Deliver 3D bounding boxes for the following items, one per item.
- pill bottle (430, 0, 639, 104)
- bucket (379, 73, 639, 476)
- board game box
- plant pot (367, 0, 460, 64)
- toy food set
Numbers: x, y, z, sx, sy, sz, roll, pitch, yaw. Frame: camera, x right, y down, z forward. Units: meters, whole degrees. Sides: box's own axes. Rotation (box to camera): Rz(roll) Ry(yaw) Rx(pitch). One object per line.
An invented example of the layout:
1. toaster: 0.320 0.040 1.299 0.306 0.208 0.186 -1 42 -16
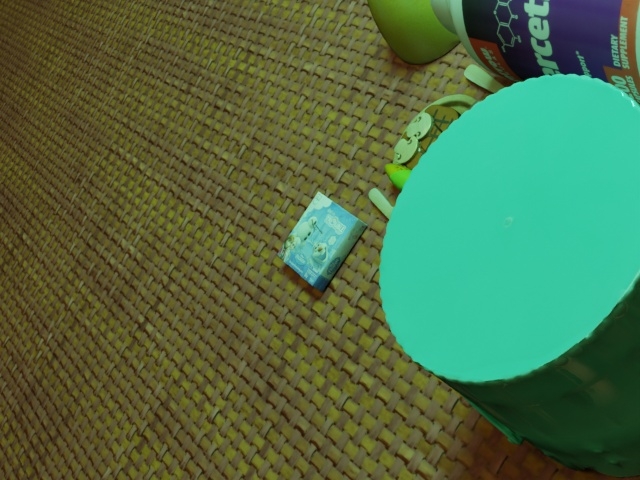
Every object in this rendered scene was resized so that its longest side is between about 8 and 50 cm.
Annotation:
1. pill bottle: 0.238 -0.214 0.851 0.323 0.181 0.181 30 89 53
2. bucket: 0.190 0.022 0.744 0.281 0.183 0.281 -28 47 35
3. board game box: 0.000 0.000 1.108 0.090 0.020 0.090 -56 37 2
4. plant pot: 0.106 -0.283 1.117 0.134 0.095 0.134 -27 48 34
5. toy food set: 0.121 -0.101 1.024 0.192 0.038 0.132 -53 38 8
